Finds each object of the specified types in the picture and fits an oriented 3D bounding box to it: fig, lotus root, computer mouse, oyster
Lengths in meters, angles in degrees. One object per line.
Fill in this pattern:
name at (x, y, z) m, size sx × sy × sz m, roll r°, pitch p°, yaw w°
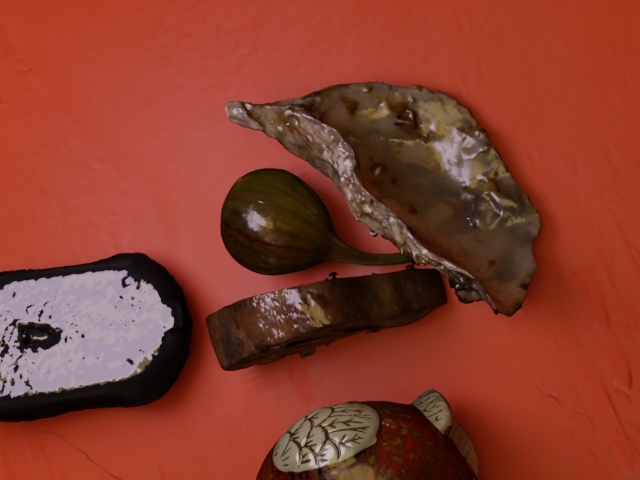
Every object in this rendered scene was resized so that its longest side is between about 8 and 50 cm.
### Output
fig at (0.000, 0.000, 1.849) m, size 0.236 × 0.124 × 0.124 m, roll 20°, pitch 92°, yaw 0°
lotus root at (-0.005, 0.082, 1.815) m, size 0.260 × 0.170 × 0.074 m, roll -16°, pitch 80°, yaw 18°
computer mouse at (-0.304, 0.116, 1.911) m, size 0.323 × 0.116 × 0.183 m, roll -7°, pitch 84°, yaw 8°
oyster at (0.096, -0.075, 1.816) m, size 0.396 × 0.111 × 0.204 m, roll 41°, pitch 53°, yaw 14°

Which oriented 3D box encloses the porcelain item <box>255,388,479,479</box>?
porcelain item at (0.050, 0.256, 1.781) m, size 0.253 × 0.253 × 0.253 m, roll -1°, pitch 87°, yaw 15°
